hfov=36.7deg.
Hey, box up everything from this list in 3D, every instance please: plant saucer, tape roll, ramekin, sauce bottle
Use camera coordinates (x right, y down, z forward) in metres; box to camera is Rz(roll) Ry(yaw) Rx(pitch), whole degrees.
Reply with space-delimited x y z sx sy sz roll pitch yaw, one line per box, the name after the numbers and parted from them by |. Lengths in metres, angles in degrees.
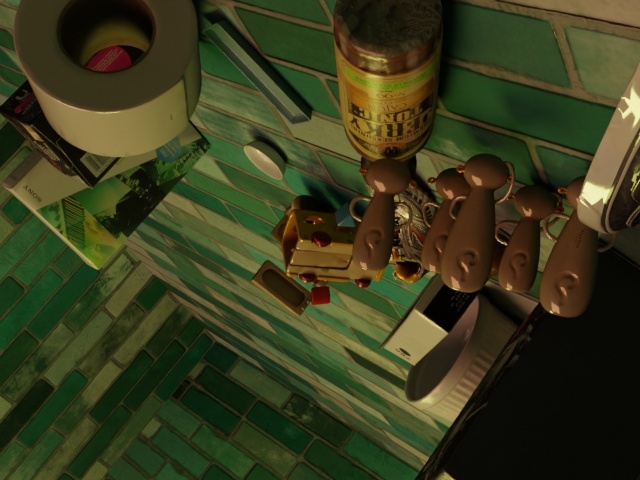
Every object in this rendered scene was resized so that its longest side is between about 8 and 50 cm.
-0.087 -0.239 1.374 0.192 0.018 0.067 46 163 -20 | plant saucer
-0.291 -0.259 1.361 0.246 0.246 0.169 38 164 5 | tape roll
0.234 0.194 1.527 0.109 0.207 0.207 32 166 -9 | ramekin
0.077 -0.155 1.066 0.111 0.111 0.344 34 165 18 | sauce bottle

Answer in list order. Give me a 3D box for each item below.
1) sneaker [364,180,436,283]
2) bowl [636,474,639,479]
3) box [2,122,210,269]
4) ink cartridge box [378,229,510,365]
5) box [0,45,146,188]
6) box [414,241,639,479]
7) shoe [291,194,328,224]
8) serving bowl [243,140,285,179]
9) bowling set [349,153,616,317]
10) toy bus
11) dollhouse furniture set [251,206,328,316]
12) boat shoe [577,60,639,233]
0.119 -0.017 1.387 0.088 0.092 0.225 25 158 42 | sneaker
0.473 0.320 1.558 0.391 0.077 0.391 36 164 12 | bowl
-0.382 -0.138 1.762 0.058 0.322 0.232 24 160 52 | box
0.177 0.089 1.420 0.065 0.165 0.332 37 165 5 | ink cartridge box
-0.374 -0.237 1.605 0.142 0.247 0.163 25 159 46 | box
0.276 0.226 1.184 0.179 0.343 0.312 36 156 9 | box
0.000 0.000 1.717 0.058 0.076 0.219 -16 137 25 | shoe
-0.090 -0.141 1.636 0.083 0.027 0.083 36 165 11 | serving bowl
0.186 -0.027 1.118 0.287 0.154 0.200 13 -170 9 | bowling set
0.035 0.005 1.605 0.202 0.191 0.104 51 -160 -43 | toy bus
-0.040 0.037 1.798 0.144 0.151 0.123 39 165 -7 | dollhouse furniture set
0.297 -0.077 0.805 0.102 0.108 0.301 35 157 18 | boat shoe
